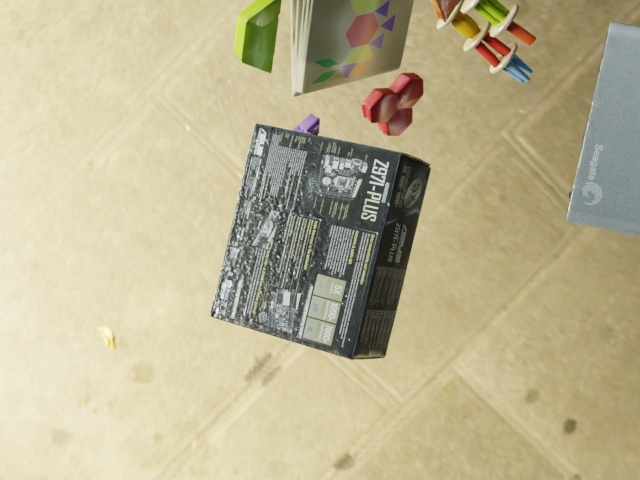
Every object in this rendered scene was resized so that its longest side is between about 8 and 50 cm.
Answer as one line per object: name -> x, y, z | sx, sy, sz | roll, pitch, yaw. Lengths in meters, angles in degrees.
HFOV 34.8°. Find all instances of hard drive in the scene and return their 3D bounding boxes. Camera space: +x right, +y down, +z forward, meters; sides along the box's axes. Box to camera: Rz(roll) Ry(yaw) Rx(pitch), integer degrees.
hard drive -> 0.188, -0.041, 0.464 | 0.135, 0.022, 0.094 | 13, 95, 13

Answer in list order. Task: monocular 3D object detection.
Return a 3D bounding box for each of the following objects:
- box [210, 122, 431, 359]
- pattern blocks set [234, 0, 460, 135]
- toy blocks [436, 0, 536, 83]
box -> 0.000, 0.000, 0.904 | 0.147, 0.077, 0.180 | 13, 91, 26
pattern blocks set -> 0.035, -0.237, 1.070 | 0.285, 0.026, 0.325 | -12, 135, -35
toy blocks -> 0.243, -0.271, 1.366 | 0.148, 0.123, 0.054 | 36, 73, -14
